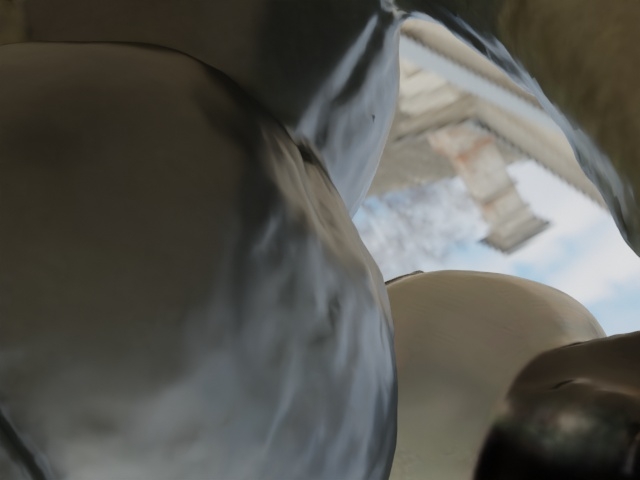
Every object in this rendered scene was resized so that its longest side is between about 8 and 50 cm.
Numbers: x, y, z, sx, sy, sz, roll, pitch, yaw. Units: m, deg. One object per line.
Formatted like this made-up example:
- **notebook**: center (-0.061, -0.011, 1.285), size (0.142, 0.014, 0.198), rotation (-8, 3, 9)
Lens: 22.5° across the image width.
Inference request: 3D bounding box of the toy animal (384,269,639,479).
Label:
- **toy animal**: center (0.112, 0.130, 0.785), size (0.266, 0.213, 0.212), rotation (16, -131, 37)

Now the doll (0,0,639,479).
- **doll**: center (-0.020, -0.020, 0.515), size (0.378, 0.252, 0.382), rotation (-37, -144, 29)
